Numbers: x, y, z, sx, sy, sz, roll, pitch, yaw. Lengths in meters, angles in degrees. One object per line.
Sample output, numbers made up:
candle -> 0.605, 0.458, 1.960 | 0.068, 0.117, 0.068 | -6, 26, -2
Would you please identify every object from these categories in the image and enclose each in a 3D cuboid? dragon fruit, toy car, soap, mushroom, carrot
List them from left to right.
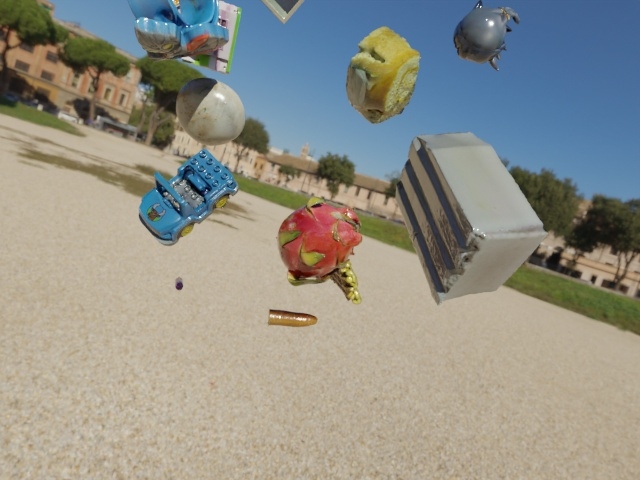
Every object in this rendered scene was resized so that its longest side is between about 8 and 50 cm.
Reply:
toy car -> -0.244, -0.087, 0.836 | 0.097, 0.191, 0.100 | 44, -13, 14
mushroom -> -0.367, -0.459, 1.601 | 0.243, 0.244, 0.243 | 18, 4, -1
carrot -> -0.076, 0.218, 1.273 | 0.139, 0.048, 0.048 | 6, 5, -2
dragon fruit -> -0.005, 0.002, 1.232 | 0.224, 0.224, 0.227 | 15, -26, -36
soap -> 0.389, -0.087, 1.308 | 0.212, 0.350, 0.435 | -8, 54, -10

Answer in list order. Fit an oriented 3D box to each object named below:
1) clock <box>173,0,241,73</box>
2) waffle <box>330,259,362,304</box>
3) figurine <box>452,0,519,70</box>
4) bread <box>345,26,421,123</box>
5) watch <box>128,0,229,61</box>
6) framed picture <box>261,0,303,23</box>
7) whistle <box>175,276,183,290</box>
clock -> -0.466, -0.762, 1.662 | 0.309, 0.235, 0.166 | 9, 15, -24
waffle -> 0.049, 0.074, 1.577 | 0.301, 0.058, 0.282 | 57, -13, 37
figurine -> 0.544, -0.685, 1.530 | 0.175, 0.197, 0.265 | 25, 50, 16
bread -> 0.239, -0.657, 1.961 | 0.239, 0.264, 0.395 | 47, -21, 20
watch -> -0.413, -0.637, 1.233 | 0.241, 0.275, 0.305 | -3, 17, 23
framed picture -> -0.118, -0.987, 1.709 | 0.209, 0.281, 0.019 | 37, 10, -25
whistle -> -0.542, 0.164, 1.766 | 0.033, 0.033, 0.176 | 17, -2, -17
